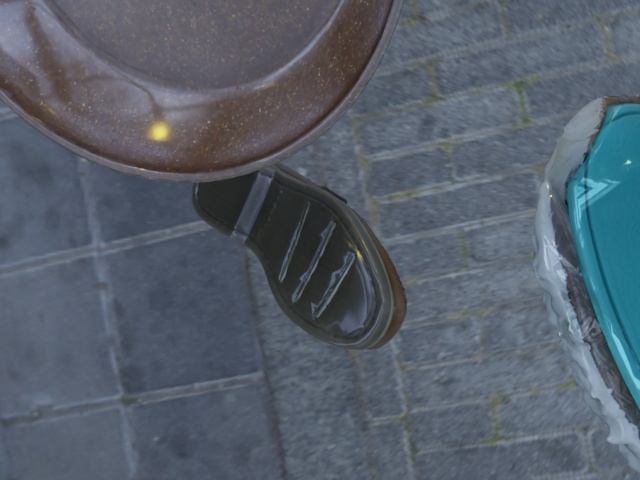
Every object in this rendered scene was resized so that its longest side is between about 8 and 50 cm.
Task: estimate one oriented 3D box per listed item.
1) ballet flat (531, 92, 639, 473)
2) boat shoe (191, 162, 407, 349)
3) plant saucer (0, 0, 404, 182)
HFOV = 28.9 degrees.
[{"bbox_3d":[0.222,0.114,0.633,0.147,0.147,0.409,-37,97,17],"label":"ballet flat"},{"bbox_3d":[0.000,0.000,1.135,0.110,0.104,0.307,-59,43,15],"label":"boat shoe"},{"bbox_3d":[-0.057,-0.118,0.433,0.199,0.036,0.198,9,116,19],"label":"plant saucer"}]
